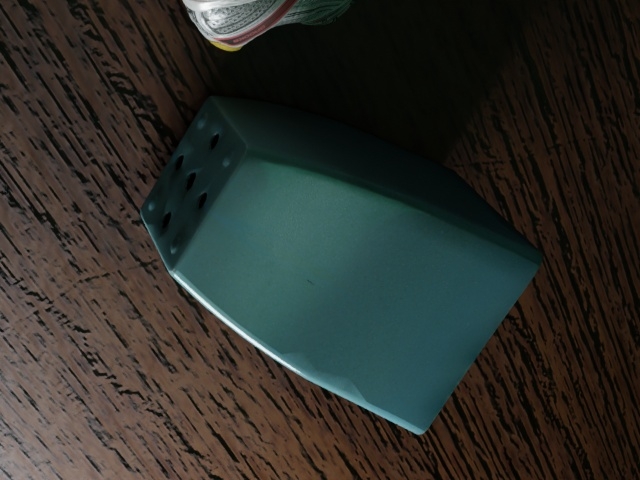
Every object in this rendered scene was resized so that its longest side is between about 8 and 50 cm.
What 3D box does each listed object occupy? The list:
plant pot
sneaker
[{"bbox_3d":[0.000,0.000,0.917,0.234,0.166,0.165,26,105,-30],"label":"plant pot"},{"bbox_3d":[0.005,-0.203,0.848,0.225,0.088,0.093,-25,149,-13],"label":"sneaker"}]
